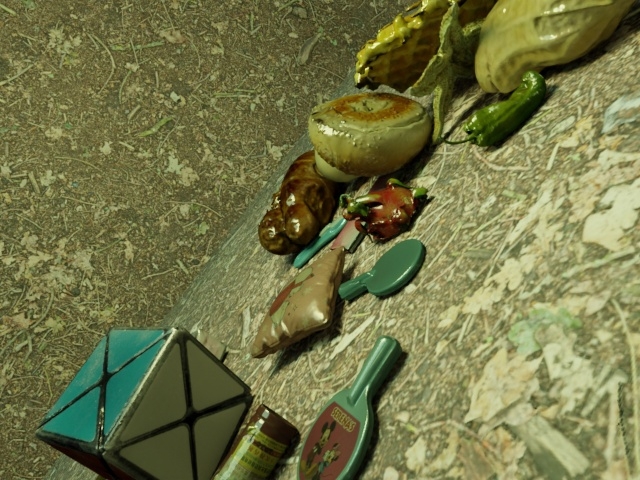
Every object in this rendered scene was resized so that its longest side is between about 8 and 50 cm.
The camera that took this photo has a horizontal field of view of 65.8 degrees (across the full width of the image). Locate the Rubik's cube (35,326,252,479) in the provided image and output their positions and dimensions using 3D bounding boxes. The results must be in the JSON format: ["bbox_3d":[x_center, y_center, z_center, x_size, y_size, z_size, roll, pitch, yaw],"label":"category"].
[{"bbox_3d":[-0.334,0.333,0.968,0.259,0.255,0.260,-9,40,35],"label":"Rubik's cube"}]

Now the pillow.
[{"bbox_3d":[-0.040,0.134,1.038,0.236,0.084,0.223,-34,22,37],"label":"pillow"}]

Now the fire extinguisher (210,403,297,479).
[{"bbox_3d":[-0.133,0.387,0.780,0.252,0.075,0.106,-56,-11,-14],"label":"fire extinguisher"}]

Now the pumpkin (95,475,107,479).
[{"bbox_3d":[-0.439,0.577,1.058,0.248,0.126,0.131,-28,30,52],"label":"pumpkin"}]

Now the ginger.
[{"bbox_3d":[-0.061,-0.114,1.485,0.254,0.176,0.418,-31,29,42],"label":"ginger"}]

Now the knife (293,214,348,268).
[{"bbox_3d":[0.000,0.000,1.319,0.222,0.031,0.064,-43,21,26],"label":"knife"}]

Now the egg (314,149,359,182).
[{"bbox_3d":[0.082,-0.270,1.415,0.242,0.186,0.186,-57,17,-23],"label":"egg"}]

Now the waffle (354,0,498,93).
[{"bbox_3d":[0.273,-0.473,1.173,0.379,0.095,0.382,-23,-5,41],"label":"waffle"}]

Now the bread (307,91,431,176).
[{"bbox_3d":[0.115,-0.255,1.199,0.306,0.305,0.159,-74,-11,-54],"label":"bread"}]

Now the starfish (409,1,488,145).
[{"bbox_3d":[0.283,-0.384,1.020,0.347,0.078,0.358,-47,-25,-6],"label":"starfish"}]

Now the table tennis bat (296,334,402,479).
[{"bbox_3d":[0.041,0.241,0.685,0.244,0.040,0.153,-58,17,-9],"label":"table tennis bat"}]

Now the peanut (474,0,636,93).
[{"bbox_3d":[0.402,-0.391,0.876,0.158,0.174,0.340,-31,9,-20],"label":"peanut"}]

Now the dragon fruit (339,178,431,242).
[{"bbox_3d":[0.123,-0.058,1.011,0.138,0.174,0.142,-80,1,-77],"label":"dragon fruit"}]

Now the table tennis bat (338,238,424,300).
[{"bbox_3d":[0.107,0.061,0.903,0.201,0.033,0.124,-34,21,39],"label":"table tennis bat"}]

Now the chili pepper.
[{"bbox_3d":[0.313,-0.217,0.894,0.204,0.073,0.072,-36,0,8],"label":"chili pepper"}]

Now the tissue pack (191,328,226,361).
[{"bbox_3d":[-0.448,0.443,1.379,0.394,0.124,0.288,-37,21,39],"label":"tissue pack"}]

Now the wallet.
[{"bbox_3d":[0.109,-0.067,1.187,0.232,0.025,0.119,-54,17,-13],"label":"wallet"}]
